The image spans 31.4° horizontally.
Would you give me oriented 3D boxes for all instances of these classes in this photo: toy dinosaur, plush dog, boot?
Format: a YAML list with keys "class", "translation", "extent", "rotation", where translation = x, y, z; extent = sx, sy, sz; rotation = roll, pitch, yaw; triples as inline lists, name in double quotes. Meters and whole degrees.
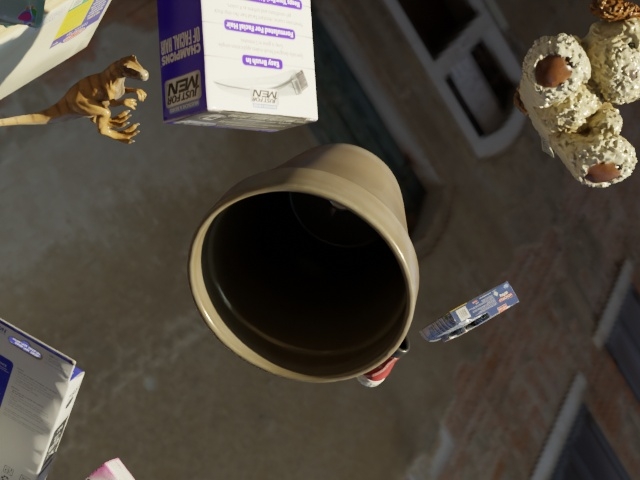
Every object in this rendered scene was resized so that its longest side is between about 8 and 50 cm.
- class: "toy dinosaur"
  translation: [-0.267, -0.155, 1.294]
  extent: [0.211, 0.112, 0.064]
  rotation: [-23, -137, 25]
- class: "plush dog"
  translation: [0.425, -0.247, 1.749]
  extent: [0.225, 0.262, 0.210]
  rotation: [-32, -158, 1]
- class: "boot"
  translation: [0.084, 0.163, 2.367]
  extent: [0.088, 0.244, 0.176]
  rotation: [-24, 158, -40]

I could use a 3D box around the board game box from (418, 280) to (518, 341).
- class: "board game box"
  translation: [0.337, 0.186, 2.687]
  extent: [0.194, 0.060, 0.194]
  rotation: [-24, 170, -32]

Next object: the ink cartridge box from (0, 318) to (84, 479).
- class: "ink cartridge box"
  translation: [-0.462, 0.240, 1.727]
  extent: [0.333, 0.165, 0.065]
  rotation: [-63, 175, 36]

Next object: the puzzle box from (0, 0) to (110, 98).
- class: "puzzle box"
  translation: [-0.560, -0.389, 2.206]
  extent: [0.409, 0.052, 0.272]
  rotation: [-45, 180, -43]

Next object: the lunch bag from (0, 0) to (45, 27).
- class: "lunch bag"
  translation: [-0.499, -0.454, 1.618]
  extent: [0.223, 0.262, 0.160]
  rotation: [8, -177, -40]

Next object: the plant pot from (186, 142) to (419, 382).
- class: "plant pot"
  translation: [0.000, 0.000, 1.671]
  extent: [0.323, 0.323, 0.280]
  rotation: [-27, -161, 27]

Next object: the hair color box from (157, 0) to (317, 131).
- class: "hair color box"
  translation: [-0.112, -0.318, 1.474]
  extent: [0.185, 0.339, 0.110]
  rotation: [0, 173, -43]

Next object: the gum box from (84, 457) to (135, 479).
- class: "gum box"
  translation: [-0.302, 0.442, 1.741]
  extent: [0.107, 0.188, 0.062]
  rotation: [-40, 171, 6]
